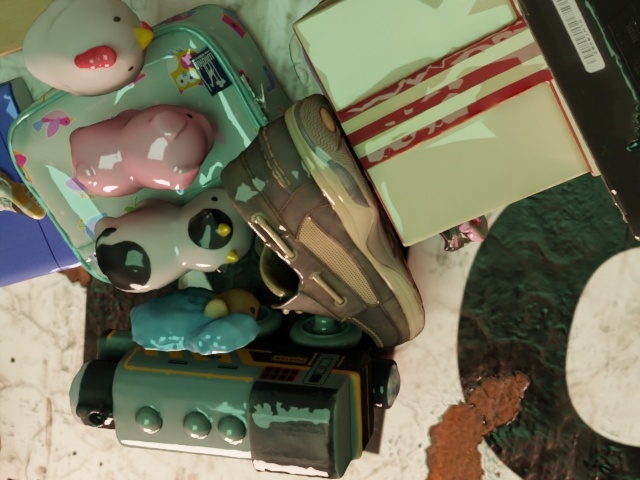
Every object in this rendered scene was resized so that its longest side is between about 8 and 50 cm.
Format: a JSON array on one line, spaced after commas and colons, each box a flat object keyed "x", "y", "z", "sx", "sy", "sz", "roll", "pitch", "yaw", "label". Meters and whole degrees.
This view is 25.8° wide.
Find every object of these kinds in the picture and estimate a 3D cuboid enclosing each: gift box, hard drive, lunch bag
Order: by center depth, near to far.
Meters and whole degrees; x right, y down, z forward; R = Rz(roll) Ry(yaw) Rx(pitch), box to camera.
[{"x": 0.282, "y": -0.178, "z": 1.112, "sx": 0.064, "sy": 0.339, "sz": 0.237, "roll": -18, "pitch": 106, "yaw": 42, "label": "hard drive"}, {"x": 0.159, "y": -0.151, "z": 1.200, "sx": 0.258, "sy": 0.276, "sz": 0.255, "roll": -24, "pitch": 107, "yaw": 22, "label": "gift box"}, {"x": -0.156, "y": -0.090, "z": 1.404, "sx": 0.279, "sy": 0.108, "sz": 0.224, "roll": -26, "pitch": 101, "yaw": 24, "label": "lunch bag"}, {"x": -0.428, "y": -0.036, "z": 1.545, "sx": 0.318, "sy": 0.040, "sz": 0.210, "roll": -15, "pitch": 106, "yaw": 21, "label": "hard drive"}]

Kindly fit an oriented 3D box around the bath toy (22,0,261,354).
[{"x": -0.156, "y": -0.063, "z": 1.285, "sx": 0.151, "sy": 0.129, "sz": 0.348, "roll": -25, "pitch": 112, "yaw": -14, "label": "bath toy"}]

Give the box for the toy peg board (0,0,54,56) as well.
[{"x": -0.316, "y": -0.267, "z": 1.413, "sx": 0.161, "sy": 0.079, "sz": 0.161, "roll": -14, "pitch": 90, "yaw": 21, "label": "toy peg board"}]

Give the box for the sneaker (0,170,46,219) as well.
[{"x": -0.327, "y": -0.043, "z": 1.476, "sx": 0.083, "sy": 0.032, "sz": 0.037, "roll": 33, "pitch": 130, "yaw": 7, "label": "sneaker"}]

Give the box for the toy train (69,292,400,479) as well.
[{"x": -0.091, "y": 0.150, "z": 1.432, "sx": 0.333, "sy": 0.190, "sz": 0.142, "roll": 5, "pitch": 112, "yaw": 15, "label": "toy train"}]

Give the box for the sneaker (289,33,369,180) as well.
[{"x": 0.031, "y": -0.135, "z": 1.355, "sx": 0.071, "sy": 0.068, "sz": 0.170, "roll": -23, "pitch": 102, "yaw": 17, "label": "sneaker"}]

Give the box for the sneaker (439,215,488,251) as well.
[{"x": 0.111, "y": -0.037, "z": 1.384, "sx": 0.057, "sy": 0.047, "sz": 0.119, "roll": -35, "pitch": 97, "yaw": 37, "label": "sneaker"}]

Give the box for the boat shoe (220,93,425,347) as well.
[{"x": 0.000, "y": 0.000, "z": 1.304, "sx": 0.130, "sy": 0.132, "sz": 0.355, "roll": -24, "pitch": 142, "yaw": 4, "label": "boat shoe"}]
